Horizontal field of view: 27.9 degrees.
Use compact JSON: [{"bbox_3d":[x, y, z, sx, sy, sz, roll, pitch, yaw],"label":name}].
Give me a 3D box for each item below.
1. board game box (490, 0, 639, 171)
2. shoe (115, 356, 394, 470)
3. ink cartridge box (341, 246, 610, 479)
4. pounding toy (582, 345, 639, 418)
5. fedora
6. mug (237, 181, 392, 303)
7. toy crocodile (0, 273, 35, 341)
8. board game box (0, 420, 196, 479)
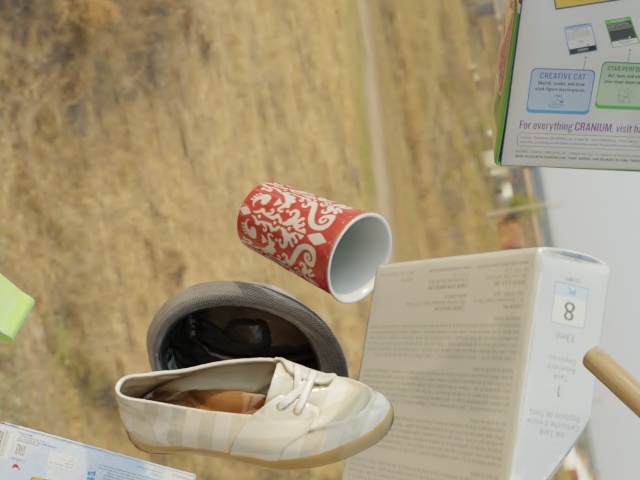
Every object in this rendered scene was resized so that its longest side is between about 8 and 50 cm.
[{"bbox_3d":[0.247,-0.189,0.827,0.064,0.242,0.316,-87,180,-53],"label":"board game box"},{"bbox_3d":[-0.054,0.127,0.973,0.076,0.219,0.058,-73,154,-49],"label":"shoe"},{"bbox_3d":[0.132,0.206,1.246,0.308,0.091,0.384,-8,-108,64],"label":"ink cartridge box"},{"bbox_3d":[0.306,0.065,0.773,0.110,0.237,0.183,90,-25,-49],"label":"pounding toy"},{"bbox_3d":[-0.084,0.141,1.693,0.124,0.276,0.243,-64,153,-60],"label":"fedora"},{"bbox_3d":[-0.007,0.006,1.585,0.113,0.169,0.150,-52,140,-18],"label":"mug"},{"bbox_3d":[-0.485,0.001,1.514,0.340,0.105,0.115,41,57,-17],"label":"toy crocodile"},{"bbox_3d":[-0.334,0.396,1.537,0.319,0.066,0.317,23,72,-30],"label":"board game box"}]
